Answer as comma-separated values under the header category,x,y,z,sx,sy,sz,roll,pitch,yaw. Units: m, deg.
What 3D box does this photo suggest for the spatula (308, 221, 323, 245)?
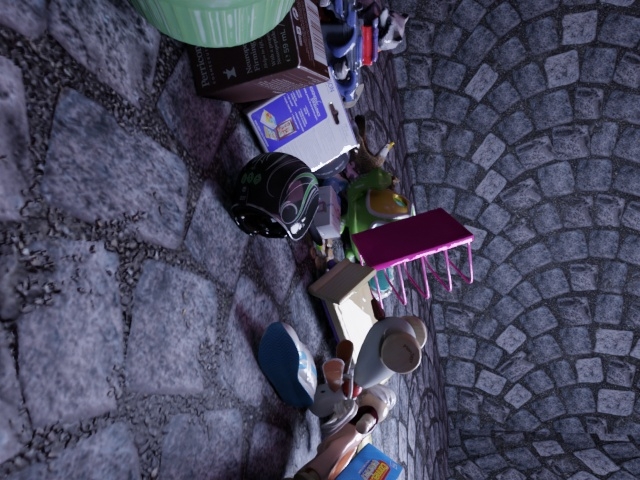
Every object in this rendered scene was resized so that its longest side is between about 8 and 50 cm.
category,x,y,z,sx,sy,sz,roll,pitch,yaw
spatula,-0.028,-0.067,1.040,0.030,0.084,0.296,-47,152,-20

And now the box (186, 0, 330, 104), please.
category,x,y,z,sx,sy,sz,roll,pitch,yaw
box,-0.112,-0.359,0.787,0.167,0.203,0.168,-33,113,-67

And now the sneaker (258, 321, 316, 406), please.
category,x,y,z,sx,sy,sz,roll,pitch,yaw
sneaker,-0.065,0.242,0.888,0.092,0.087,0.229,-80,161,-52

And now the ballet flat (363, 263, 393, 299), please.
category,x,y,z,sx,sy,sz,roll,pitch,yaw
ballet flat,0.200,0.044,1.611,0.147,0.147,0.409,56,36,-49

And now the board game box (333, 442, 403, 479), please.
category,x,y,z,sx,sy,sz,roll,pitch,yaw
board game box,0.006,0.545,0.740,0.308,0.086,0.302,-63,157,4

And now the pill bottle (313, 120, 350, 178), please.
category,x,y,z,sx,sy,sz,roll,pitch,yaw
pill bottle,-0.023,-0.274,1.093,0.246,0.130,0.130,49,39,-55

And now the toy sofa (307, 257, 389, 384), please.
category,x,y,z,sx,sy,sz,roll,pitch,yaw
toy sofa,0.085,0.236,1.204,0.150,0.177,0.363,-37,123,-30

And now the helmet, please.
category,x,y,z,sx,sy,sz,roll,pitch,yaw
helmet,-0.082,-0.089,0.834,0.161,0.169,0.169,-65,145,-27

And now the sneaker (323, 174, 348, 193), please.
category,x,y,z,sx,sy,sz,roll,pitch,yaw
sneaker,0.038,-0.167,1.337,0.162,0.063,0.073,9,97,-69

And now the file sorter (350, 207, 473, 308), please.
category,x,y,z,sx,sy,sz,roll,pitch,yaw
file sorter,0.267,0.060,1.257,0.202,0.290,0.182,-113,-173,-63

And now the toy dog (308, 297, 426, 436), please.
category,x,y,z,sx,sy,sz,roll,pitch,yaw
toy dog,0.083,0.258,0.977,0.161,0.333,0.220,53,-5,6

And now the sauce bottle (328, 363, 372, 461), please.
category,x,y,z,sx,sy,sz,roll,pitch,yaw
sauce bottle,0.074,0.497,1.117,0.111,0.111,0.344,3,79,-69

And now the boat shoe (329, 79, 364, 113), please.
category,x,y,z,sx,sy,sz,roll,pitch,yaw
boat shoe,0.050,-0.489,1.401,0.117,0.096,0.324,-62,171,28

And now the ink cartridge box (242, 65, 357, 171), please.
category,x,y,z,sx,sy,sz,roll,pitch,yaw
ink cartridge box,-0.039,-0.250,0.968,0.045,0.208,0.206,49,-12,50

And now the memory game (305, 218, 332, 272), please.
category,x,y,z,sx,sy,sz,roll,pitch,yaw
memory game,0.000,0.000,1.221,0.186,0.012,0.186,-8,90,-69

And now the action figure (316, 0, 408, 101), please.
category,x,y,z,sx,sy,sz,roll,pitch,yaw
action figure,0.026,-0.491,0.900,0.341,0.330,0.178,95,20,-52

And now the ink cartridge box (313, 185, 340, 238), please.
category,x,y,z,sx,sy,sz,roll,pitch,yaw
ink cartridge box,0.020,-0.077,1.207,0.088,0.052,0.122,45,44,-59

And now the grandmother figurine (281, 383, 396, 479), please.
category,x,y,z,sx,sy,sz,roll,pitch,yaw
grandmother figurine,0.060,0.437,0.959,0.342,0.208,0.104,-29,85,-46

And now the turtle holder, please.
category,x,y,z,sx,sy,sz,roll,pitch,yaw
turtle holder,0.192,-0.082,1.421,0.243,0.227,0.320,-32,118,-68

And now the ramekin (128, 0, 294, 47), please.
category,x,y,z,sx,sy,sz,roll,pitch,yaw
ramekin,-0.151,-0.417,0.574,0.148,0.303,0.303,150,-65,-80

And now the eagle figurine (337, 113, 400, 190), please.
category,x,y,z,sx,sy,sz,roll,pitch,yaw
eagle figurine,0.164,-0.298,1.563,0.298,0.225,0.226,45,-18,-1
